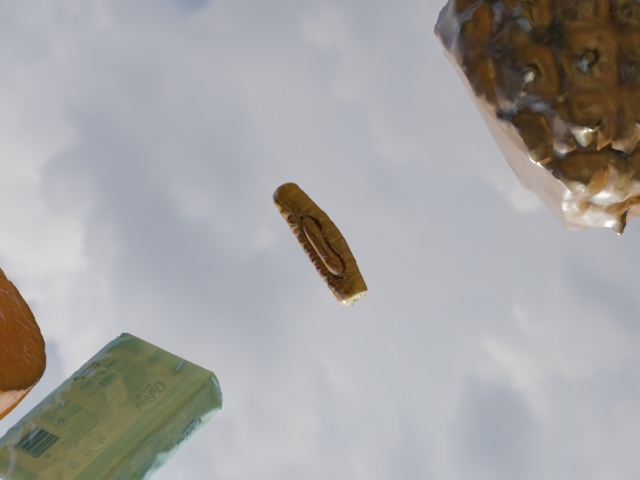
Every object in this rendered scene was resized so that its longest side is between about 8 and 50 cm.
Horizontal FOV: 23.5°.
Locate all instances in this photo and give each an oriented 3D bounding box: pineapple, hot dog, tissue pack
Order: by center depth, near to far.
[{"bbox_3d":[0.226,-0.158,0.728,0.165,0.364,0.165,52,-173,-9],"label":"pineapple"},{"bbox_3d":[0.000,0.000,1.490,0.137,0.044,0.028,59,-165,12],"label":"hot dog"},{"bbox_3d":[-0.264,0.237,1.853,0.263,0.177,0.089,-42,-44,-34],"label":"tissue pack"}]

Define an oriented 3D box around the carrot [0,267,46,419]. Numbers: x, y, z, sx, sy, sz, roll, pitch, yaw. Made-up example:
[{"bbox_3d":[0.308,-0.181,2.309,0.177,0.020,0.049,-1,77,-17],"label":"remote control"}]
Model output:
[{"bbox_3d":[-0.399,0.064,1.497,0.307,0.100,0.258,37,-154,-33],"label":"carrot"}]
